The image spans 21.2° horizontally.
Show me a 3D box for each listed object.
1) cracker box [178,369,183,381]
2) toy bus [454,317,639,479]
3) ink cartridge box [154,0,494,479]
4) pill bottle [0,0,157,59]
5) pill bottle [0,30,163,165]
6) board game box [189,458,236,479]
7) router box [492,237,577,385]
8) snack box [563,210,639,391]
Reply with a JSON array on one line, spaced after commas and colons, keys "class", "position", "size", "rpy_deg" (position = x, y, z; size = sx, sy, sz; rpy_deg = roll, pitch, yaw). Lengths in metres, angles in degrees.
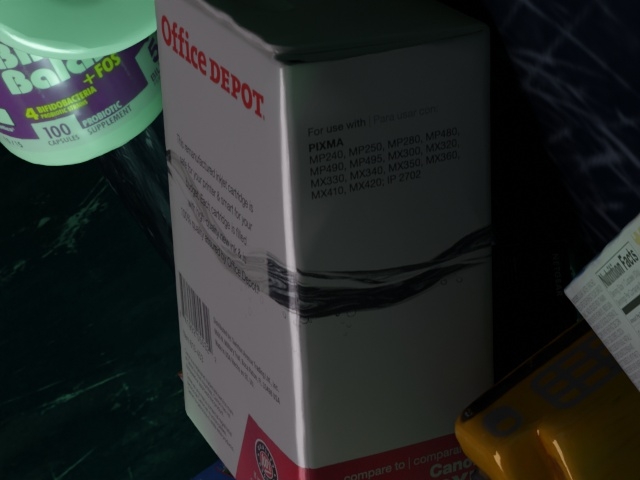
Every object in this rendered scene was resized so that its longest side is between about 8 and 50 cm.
[{"class": "cracker box", "position": [-0.027, 0.089, 1.357], "size": [0.067, 0.155, 0.232], "rpy_deg": [56, 171, -3]}, {"class": "toy bus", "position": [0.185, 0.184, 0.716], "size": [0.333, 0.108, 0.130], "rpy_deg": [59, 171, -25]}, {"class": "ink cartridge box", "position": [0.000, 0.000, 0.785], "size": [0.172, 0.100, 0.237], "rpy_deg": [-139, 42, -59]}, {"class": "pill bottle", "position": [-0.185, -0.220, 1.039], "size": [0.160, 0.160, 0.283], "rpy_deg": [61, 170, -31]}, {"class": "pill bottle", "position": [-0.237, -0.213, 1.321], "size": [0.169, 0.169, 0.301], "rpy_deg": [47, 169, 44]}, {"class": "board game box", "position": [0.021, 0.202, 1.262], "size": [0.078, 0.233, 0.347], "rpy_deg": [58, 171, -14]}, {"class": "router box", "position": [0.093, 0.093, 0.833], "size": [0.133, 0.046, 0.179], "rpy_deg": [154, 111, -81]}, {"class": "snack box", "position": [0.167, 0.042, 0.445], "size": [0.187, 0.060, 0.322], "rpy_deg": [54, 171, 8]}]
